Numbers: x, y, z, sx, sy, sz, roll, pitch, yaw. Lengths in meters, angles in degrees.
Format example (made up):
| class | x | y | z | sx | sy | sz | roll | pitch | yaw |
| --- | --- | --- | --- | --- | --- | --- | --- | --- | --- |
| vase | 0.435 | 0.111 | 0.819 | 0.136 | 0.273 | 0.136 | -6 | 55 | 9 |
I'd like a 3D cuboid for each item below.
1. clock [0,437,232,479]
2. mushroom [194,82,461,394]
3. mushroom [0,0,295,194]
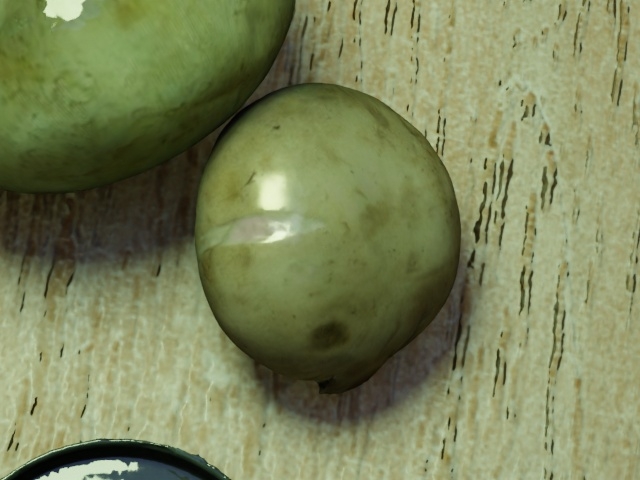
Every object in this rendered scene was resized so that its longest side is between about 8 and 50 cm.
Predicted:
| class | x | y | z | sx | sy | sz | roll | pitch | yaw |
| --- | --- | --- | --- | --- | --- | --- | --- | --- | --- |
| clock | -0.157 | 0.293 | 1.475 | 0.281 | 0.055 | 0.280 | 2 | 68 | -6 |
| mushroom | 0.000 | 0.000 | 1.547 | 0.184 | 0.255 | 0.255 | 1 | 58 | 41 |
| mushroom | -0.189 | -0.189 | 1.532 | 0.352 | 0.352 | 0.260 | -41 | 114 | -20 |
